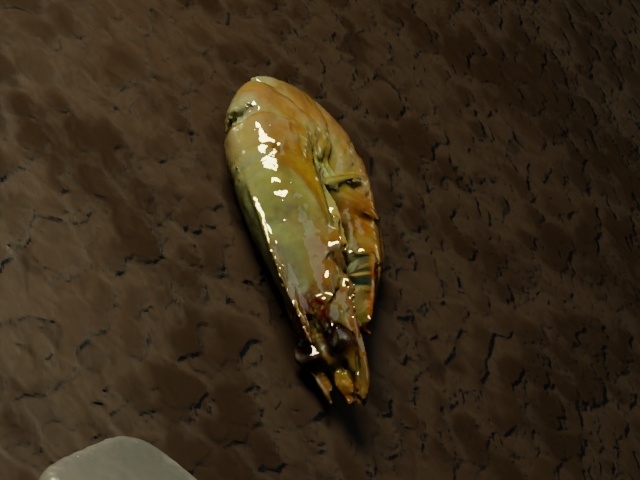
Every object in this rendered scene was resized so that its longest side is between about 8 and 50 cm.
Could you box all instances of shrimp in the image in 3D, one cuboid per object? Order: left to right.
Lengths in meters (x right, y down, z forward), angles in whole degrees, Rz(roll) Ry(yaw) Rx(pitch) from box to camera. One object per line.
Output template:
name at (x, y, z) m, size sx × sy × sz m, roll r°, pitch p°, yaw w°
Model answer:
shrimp at (0.001, 0.000, 1.106) m, size 0.145 × 0.061 × 0.267 m, roll 28°, pitch 36°, yaw -43°

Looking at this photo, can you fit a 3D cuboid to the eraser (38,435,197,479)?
eraser at (-0.005, 0.225, 0.791) m, size 0.352 × 0.061 × 0.089 m, roll 37°, pitch 32°, yaw 23°
